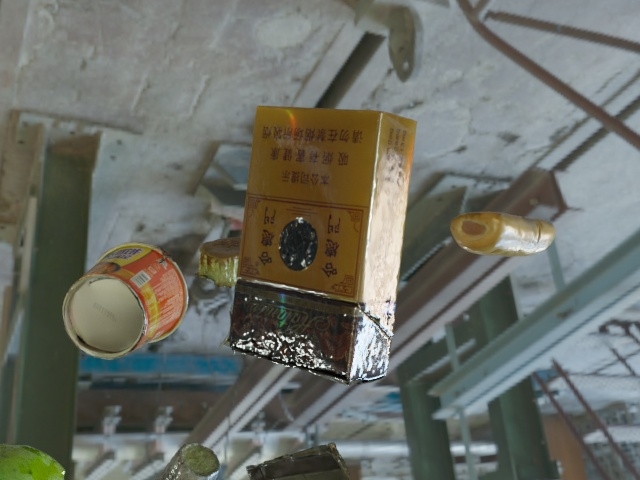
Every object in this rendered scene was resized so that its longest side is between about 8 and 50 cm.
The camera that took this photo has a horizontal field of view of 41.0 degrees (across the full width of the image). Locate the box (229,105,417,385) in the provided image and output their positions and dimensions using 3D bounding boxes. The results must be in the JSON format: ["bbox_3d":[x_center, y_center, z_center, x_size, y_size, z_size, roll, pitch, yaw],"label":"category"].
[{"bbox_3d":[0.000,0.001,1.369,0.264,0.415,0.116,10,-177,38],"label":"box"}]

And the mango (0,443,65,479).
[{"bbox_3d":[-0.340,0.279,0.945,0.119,0.100,0.178,34,170,14],"label":"mango"}]

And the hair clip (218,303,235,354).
[{"bbox_3d":[-0.204,0.196,1.894,0.039,0.030,0.115,3,110,-9],"label":"hair clip"}]

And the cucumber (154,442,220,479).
[{"bbox_3d":[-0.183,0.320,1.126,0.064,0.064,0.112,17,123,-39],"label":"cucumber"}]

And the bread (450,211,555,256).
[{"bbox_3d":[0.401,-0.010,1.872,0.142,0.091,0.305,-10,172,37],"label":"bread"}]

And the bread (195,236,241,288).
[{"bbox_3d":[-0.156,0.040,1.601,0.140,0.069,0.128,-6,-163,-33],"label":"bread"}]

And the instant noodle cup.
[{"bbox_3d":[-0.377,0.121,1.621,0.213,0.213,0.174,-12,-171,13],"label":"instant noodle cup"}]

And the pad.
[{"bbox_3d":[-0.019,0.436,1.430,0.233,0.174,0.022,-28,179,42],"label":"pad"}]
